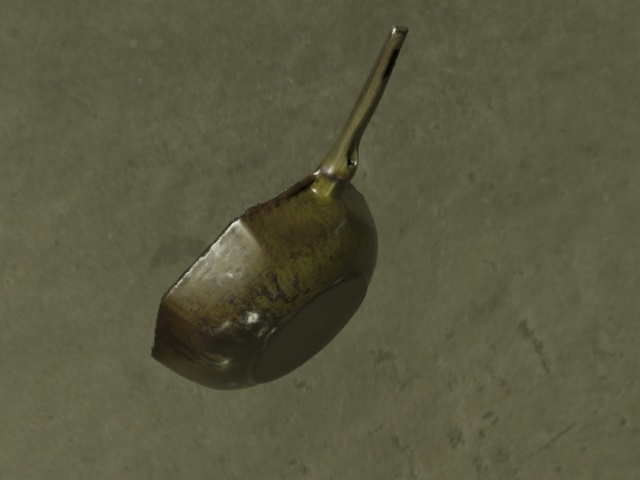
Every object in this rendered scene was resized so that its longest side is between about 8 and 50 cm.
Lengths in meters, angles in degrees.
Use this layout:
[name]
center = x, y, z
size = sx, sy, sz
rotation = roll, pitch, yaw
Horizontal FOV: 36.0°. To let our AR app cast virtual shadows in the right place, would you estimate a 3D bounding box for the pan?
[pan]
center = -0.012, 0.007, 0.469
size = 0.128, 0.202, 0.048
rotation = -31, 65, -32
